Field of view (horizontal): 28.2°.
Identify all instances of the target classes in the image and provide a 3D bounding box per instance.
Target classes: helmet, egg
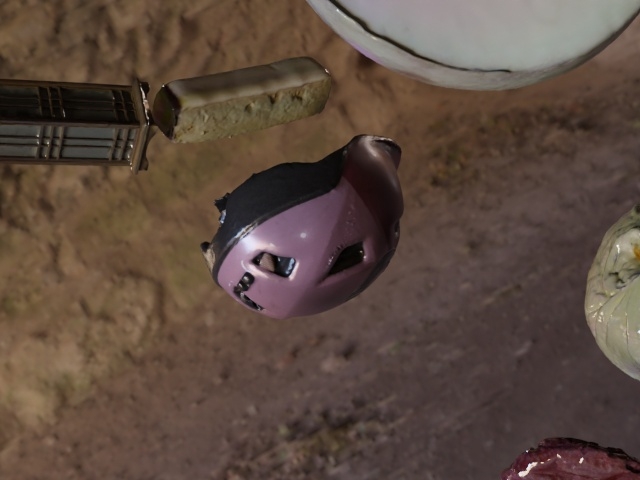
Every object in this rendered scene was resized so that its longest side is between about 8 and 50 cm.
[{"bbox_3d":[0.000,0.000,1.361,0.253,0.154,0.198,-6,-33,-35],"label":"helmet"},{"bbox_3d":[0.100,-0.193,0.847,0.271,0.206,0.162,-27,0,-11],"label":"egg"}]

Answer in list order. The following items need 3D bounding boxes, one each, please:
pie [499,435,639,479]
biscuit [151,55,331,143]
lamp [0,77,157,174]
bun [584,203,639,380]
[{"bbox_3d":[0.264,0.299,1.307,0.218,0.204,0.054,-61,6,25],"label":"pie"},{"bbox_3d":[-0.073,-0.141,1.249,0.188,0.056,0.052,-17,50,-35],"label":"biscuit"},{"bbox_3d":[-0.366,-0.142,1.530,0.325,0.089,0.090,1,48,-21],"label":"lamp"},{"bbox_3d":[0.405,0.041,1.462,0.244,0.153,0.244,-35,28,22],"label":"bun"}]
